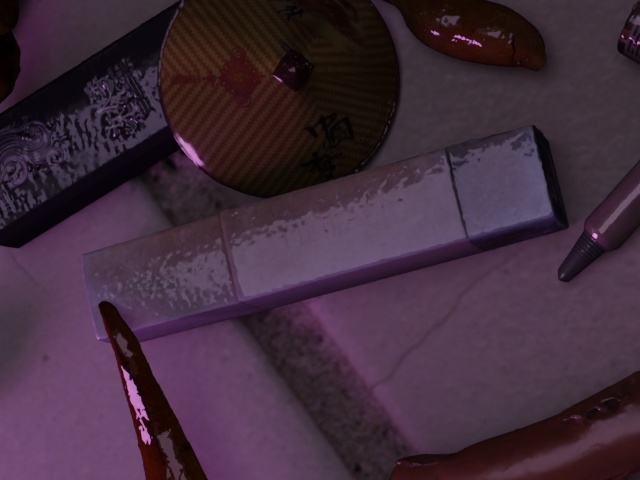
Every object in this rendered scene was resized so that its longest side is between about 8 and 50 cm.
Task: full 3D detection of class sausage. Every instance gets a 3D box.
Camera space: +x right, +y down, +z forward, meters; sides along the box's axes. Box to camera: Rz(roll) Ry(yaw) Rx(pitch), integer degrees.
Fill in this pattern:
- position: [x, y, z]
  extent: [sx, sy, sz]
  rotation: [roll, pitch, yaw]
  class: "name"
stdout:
- position: [0.191, 0.150, 1.331]
  extent: [0.304, 0.078, 0.078]
  rotation: [-21, 77, 12]
  class: "sausage"

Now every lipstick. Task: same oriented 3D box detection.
- position: [0.000, 0.000, 1.405]
  extent: [0.371, 0.080, 0.076]
  rotation: [-15, 80, 15]
  class: "lipstick"

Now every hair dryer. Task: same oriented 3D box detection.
- position: [0.272, -0.043, 1.343]
  extent: [0.195, 0.053, 0.220]
  rotation: [31, 93, 18]
  class: "hair dryer"

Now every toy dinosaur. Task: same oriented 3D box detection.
- position: [-0.092, 0.271, 1.366]
  extent: [0.432, 0.097, 0.208]
  rotation: [46, 100, 5]
  class: "toy dinosaur"

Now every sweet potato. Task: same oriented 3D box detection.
- position: [0.093, -0.178, 1.418]
  extent: [0.195, 0.056, 0.056]
  rotation: [31, 92, 24]
  class: "sweet potato"

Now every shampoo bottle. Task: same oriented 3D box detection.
- position: [-0.213, -0.073, 1.484]
  extent: [0.309, 0.071, 0.098]
  rotation: [-31, 83, 12]
  class: "shampoo bottle"

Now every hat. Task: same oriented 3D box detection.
- position: [-0.025, -0.127, 1.387]
  extent: [0.193, 0.082, 0.193]
  rotation: [0, 90, -12]
  class: "hat"

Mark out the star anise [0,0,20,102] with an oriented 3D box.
- position: [-0.290, -0.198, 1.498]
  extent: [0.212, 0.111, 0.196]
  rotation: [-45, 39, 27]
  class: "star anise"
